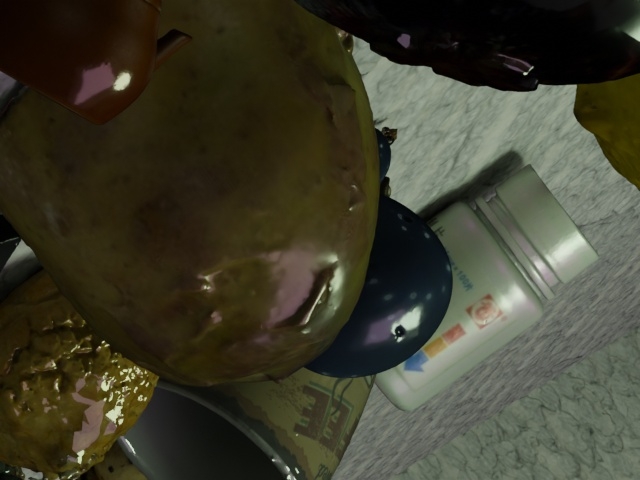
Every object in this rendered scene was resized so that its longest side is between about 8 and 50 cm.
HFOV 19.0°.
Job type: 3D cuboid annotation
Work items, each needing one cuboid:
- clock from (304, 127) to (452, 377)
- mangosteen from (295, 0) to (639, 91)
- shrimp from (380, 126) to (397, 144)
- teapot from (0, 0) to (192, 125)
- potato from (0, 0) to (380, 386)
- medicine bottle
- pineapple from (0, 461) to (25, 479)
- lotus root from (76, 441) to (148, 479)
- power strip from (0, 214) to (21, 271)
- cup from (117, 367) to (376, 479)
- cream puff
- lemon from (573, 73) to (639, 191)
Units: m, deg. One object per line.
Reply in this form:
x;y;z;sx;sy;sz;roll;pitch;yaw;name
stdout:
0.000;0.000;1.569;0.200;0.243;0.146;-30;162;-11;clock
0.105;-0.234;1.010;0.330;0.330;0.330;-32;164;-10;mangosteen
0.018;-0.075;1.788;0.127;0.025;0.091;-21;160;-28;shrimp
-0.145;-0.137;1.136;0.116;0.116;0.173;-41;137;20;teapot
-0.061;-0.029;1.355;0.301;0.237;0.288;-28;163;-25;potato
0.163;0.051;2.197;0.293;0.170;0.170;-36;165;5;medicine bottle
-0.320;0.227;1.750;0.119;0.111;0.237;-5;173;-6;pineapple
-0.157;0.213;2.068;0.257;0.140;0.154;-44;170;8;lotus root
-0.269;0.024;1.470;0.038;0.029;0.111;-18;155;-46;power strip
-0.055;0.147;1.892;0.257;0.227;0.301;-51;172;-33;cup
-0.211;0.116;1.604;0.189;0.129;0.189;-31;138;-33;cream puff
0.393;-0.178;1.744;0.336;0.336;0.336;-32;164;-10;lemon
